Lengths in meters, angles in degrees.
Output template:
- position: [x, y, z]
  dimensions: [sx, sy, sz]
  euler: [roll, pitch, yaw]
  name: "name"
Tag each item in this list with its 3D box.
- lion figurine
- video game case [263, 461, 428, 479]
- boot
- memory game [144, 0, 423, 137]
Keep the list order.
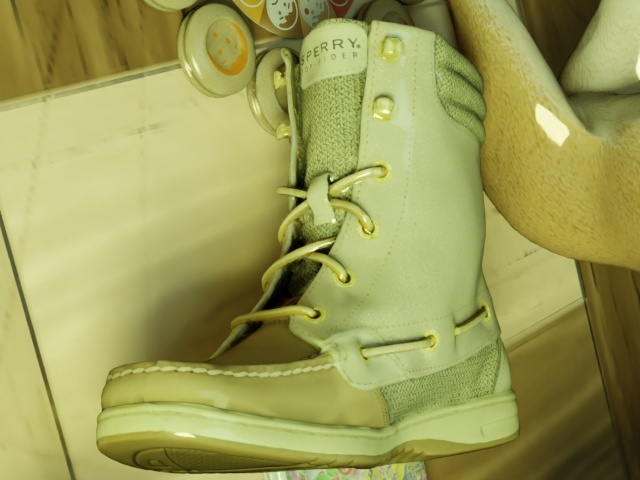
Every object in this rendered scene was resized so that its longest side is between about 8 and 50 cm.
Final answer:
- position: [0.160, -0.020, 0.590]
  dimensions: [0.142, 0.392, 0.240]
  euler: [-13, 121, -21]
  name: "lion figurine"
- position: [0.012, 0.098, 0.598]
  dimensions: [0.087, 0.011, 0.122]
  euler: [-18, 98, -47]
  name: "video game case"
- position: [0.000, 0.000, 0.533]
  dimensions: [0.213, 0.077, 0.165]
  euler: [4, 83, -52]
  name: "boot"
- position: [-0.013, -0.132, 0.602]
  dimensions: [0.186, 0.012, 0.186]
  euler: [9, 78, -47]
  name: "memory game"
